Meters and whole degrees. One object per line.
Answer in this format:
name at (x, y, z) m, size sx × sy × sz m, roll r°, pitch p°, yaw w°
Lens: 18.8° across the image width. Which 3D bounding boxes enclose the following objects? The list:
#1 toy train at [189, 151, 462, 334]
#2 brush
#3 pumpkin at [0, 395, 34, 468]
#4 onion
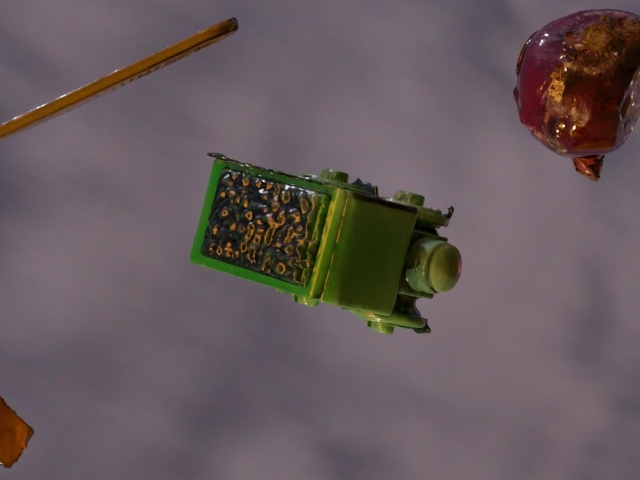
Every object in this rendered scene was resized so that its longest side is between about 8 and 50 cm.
toy train at (0.000, 0.000, 1.738) m, size 0.188 × 0.243 × 0.132 m, roll 14°, pitch -89°, yaw -44°
brush at (-0.137, -0.056, 0.897) m, size 0.218 × 0.082 × 0.010 m, roll -25°, pitch -87°, yaw -1°
pumpkin at (-0.262, 0.131, 1.453) m, size 0.054 × 0.074 × 0.083 m, roll -43°, pitch -73°, yaw -15°
onion at (0.266, -0.149, 2.007) m, size 0.173 × 0.135 × 0.198 m, roll -47°, pitch -21°, yaw -37°
